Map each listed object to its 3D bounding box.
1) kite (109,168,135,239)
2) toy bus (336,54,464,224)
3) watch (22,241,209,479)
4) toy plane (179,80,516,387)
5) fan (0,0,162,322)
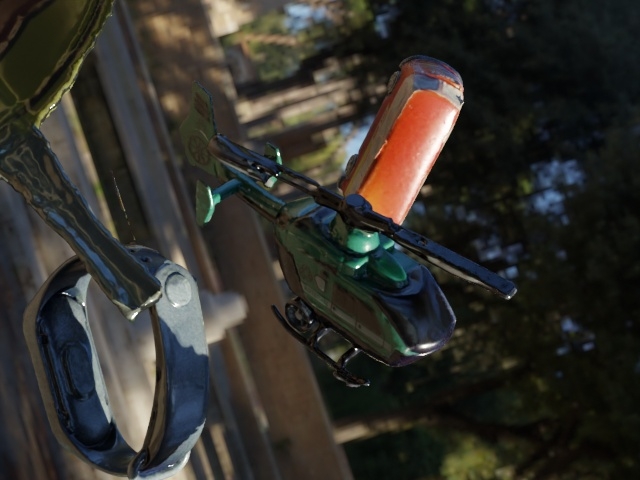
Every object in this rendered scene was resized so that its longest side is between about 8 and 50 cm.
[{"bbox_3d":[-0.159,-0.034,1.091,0.078,0.002,0.044,-126,-159,-60],"label":"kite"},{"bbox_3d":[0.086,-0.100,1.410,0.077,0.079,0.174,-94,-151,-65],"label":"toy bus"},{"bbox_3d":[-0.171,0.108,1.182,0.193,0.068,0.206,-13,-90,43],"label":"watch"},{"bbox_3d":[0.000,0.000,1.254,0.381,0.106,0.155,37,-41,28],"label":"toy plane"},{"bbox_3d":[-0.171,-0.079,0.600,0.335,0.229,0.011,46,-12,28],"label":"fan"}]
